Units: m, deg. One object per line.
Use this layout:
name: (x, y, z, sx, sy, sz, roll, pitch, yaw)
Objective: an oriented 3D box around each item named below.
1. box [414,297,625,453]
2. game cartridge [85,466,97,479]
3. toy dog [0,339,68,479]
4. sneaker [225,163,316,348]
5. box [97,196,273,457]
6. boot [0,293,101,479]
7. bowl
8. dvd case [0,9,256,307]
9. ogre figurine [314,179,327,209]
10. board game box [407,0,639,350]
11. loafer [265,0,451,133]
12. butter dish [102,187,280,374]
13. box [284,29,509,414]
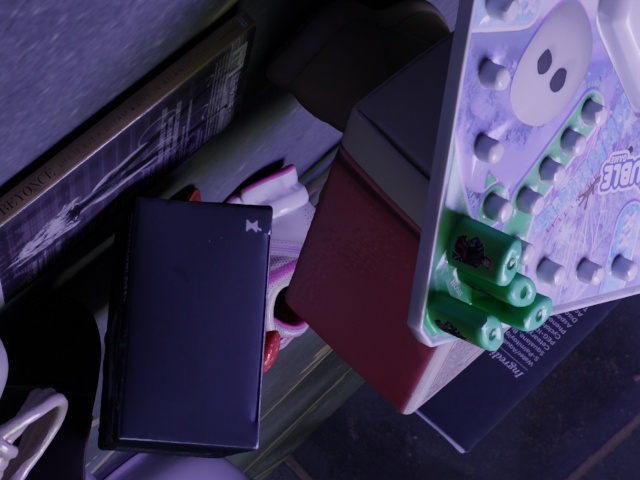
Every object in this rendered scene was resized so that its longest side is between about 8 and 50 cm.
box: (0.230, -0.023, 1.962, 0.395, 0.212, 0.293, -50, 180, 29)
game cartridge: (-0.289, 0.322, 1.611, 0.294, 0.196, 0.060, -42, 171, 2)
toy dog: (-0.312, 0.168, 1.079, 0.334, 0.161, 0.220, -56, 170, -6)
sneaker: (-0.071, 0.055, 1.548, 0.103, 0.111, 0.252, -31, 166, -51)
box: (-0.091, 0.061, 1.232, 0.093, 0.156, 0.158, 5, 170, -11)
boot: (-0.220, 0.191, 1.361, 0.280, 0.096, 0.264, 115, -20, -71)
bowl: (-0.214, 0.346, 2.260, 0.298, 0.134, 0.298, -42, 172, -8)
dvd case: (-0.132, -0.041, 1.133, 0.221, 0.018, 0.164, -40, 172, -15)
ogre figurine: (0.000, 0.000, 1.658, 0.197, 0.097, 0.118, -35, -169, 49)
board game box: (0.223, -0.142, 1.111, 0.390, 0.050, 0.390, -10, 115, -46)
loafer: (0.045, -0.109, 1.319, 0.102, 0.092, 0.268, -42, 170, 21)
butter dish: (-0.087, 0.063, 1.402, 0.160, 0.118, 0.160, 104, 11, -75)
box: (0.086, -0.017, 1.232, 0.148, 0.127, 0.232, -37, 162, -31)
